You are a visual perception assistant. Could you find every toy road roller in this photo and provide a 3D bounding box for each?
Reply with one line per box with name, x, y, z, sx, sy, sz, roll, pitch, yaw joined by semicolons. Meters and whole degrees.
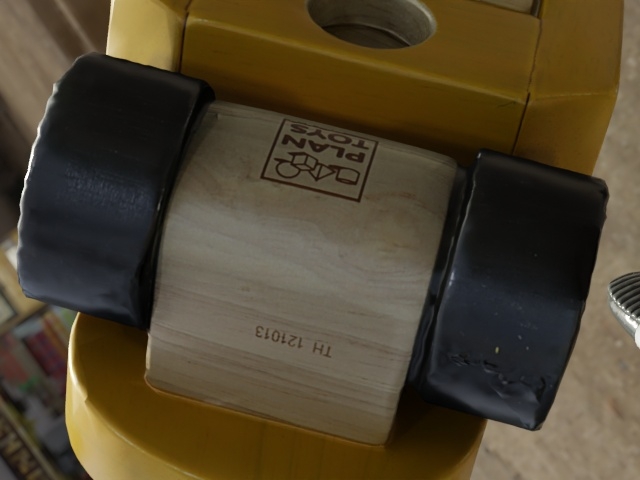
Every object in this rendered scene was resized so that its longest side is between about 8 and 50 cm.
toy road roller;0.000;0.000;0.670;0.203;0.329;0.240;14;129;3

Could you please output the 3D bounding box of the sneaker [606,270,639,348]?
sneaker;0.339;0.145;1.240;0.330;0.122;0.146;43;135;45
